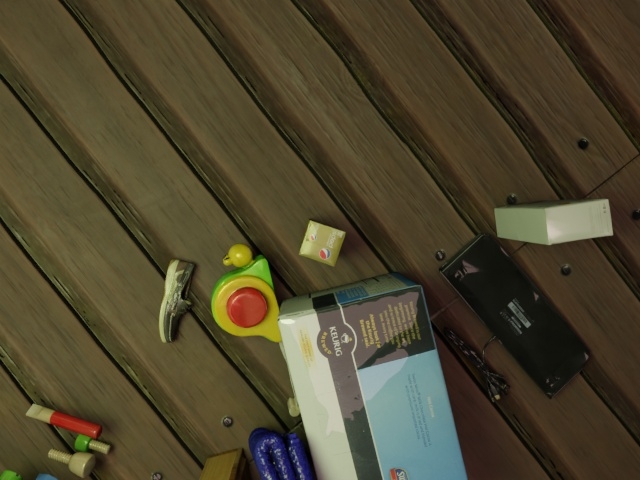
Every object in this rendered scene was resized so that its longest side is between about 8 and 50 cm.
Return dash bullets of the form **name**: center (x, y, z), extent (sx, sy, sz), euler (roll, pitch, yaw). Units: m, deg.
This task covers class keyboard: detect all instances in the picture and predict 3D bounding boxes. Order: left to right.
- **keyboard**: center (0.331, 0.161, 1.098), extent (0.201, 0.033, 0.317), euler (-41, 92, -6)

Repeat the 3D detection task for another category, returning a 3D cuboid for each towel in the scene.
- **towel**: center (-0.041, 0.403, 0.948), extent (0.076, 0.308, 0.227), euler (-24, 79, -13)

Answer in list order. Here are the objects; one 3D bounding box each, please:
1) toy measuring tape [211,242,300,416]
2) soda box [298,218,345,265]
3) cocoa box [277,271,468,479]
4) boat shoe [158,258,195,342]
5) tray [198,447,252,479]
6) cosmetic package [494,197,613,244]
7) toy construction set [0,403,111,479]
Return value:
- **toy measuring tape**: center (-0.121, 0.167, 1.054), extent (0.121, 0.121, 0.330), euler (-12, 102, -1)
- **soda box**: center (0.000, 0.000, 1.008), extent (0.061, 0.181, 0.058), euler (18, 92, -2)
- **cocoa box**: center (0.081, 0.249, 0.994), extent (0.228, 0.231, 0.347), euler (-14, 93, -2)
- **boat shoe**: center (-0.255, 0.110, 1.070), extent (0.049, 0.056, 0.152), euler (7, 92, 4)
- **tray**: center (-0.121, 0.593, 1.019), extent (0.076, 0.203, 0.410), euler (-15, 93, -1)
- **cosmetic package**: center (0.372, -0.034, 0.986), extent (0.099, 0.239, 0.060), euler (-11, 93, -1)
- **toy construction set**: center (-0.530, 0.434, 1.016), extent (0.237, 0.257, 0.308), euler (15, 71, 10)
